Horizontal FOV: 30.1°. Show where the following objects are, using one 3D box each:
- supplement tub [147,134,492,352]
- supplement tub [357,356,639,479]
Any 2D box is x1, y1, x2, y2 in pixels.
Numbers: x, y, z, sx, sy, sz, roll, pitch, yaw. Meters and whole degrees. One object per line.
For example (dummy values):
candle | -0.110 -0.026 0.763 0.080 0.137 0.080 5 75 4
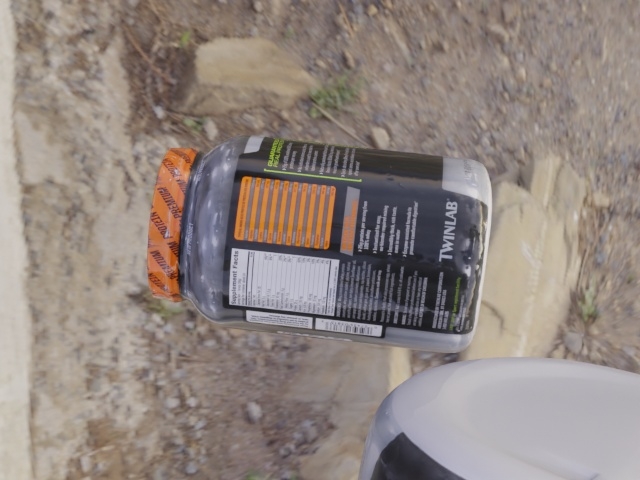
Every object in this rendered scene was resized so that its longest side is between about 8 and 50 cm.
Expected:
supplement tub | 0.000 0.000 0.704 0.190 0.117 0.117 7 87 3
supplement tub | 0.088 0.218 0.438 0.193 0.193 0.316 12 102 13
